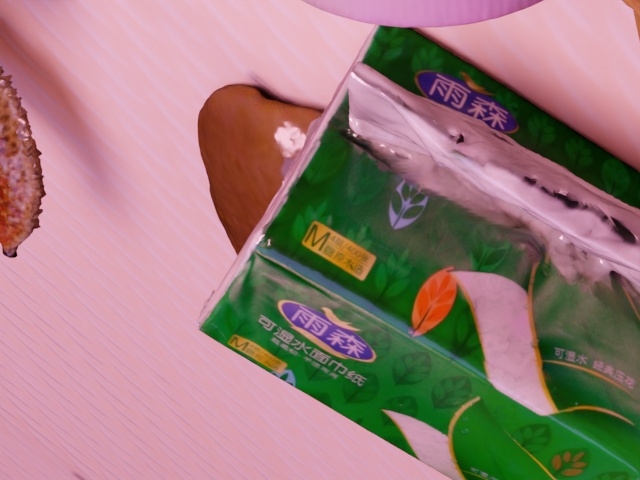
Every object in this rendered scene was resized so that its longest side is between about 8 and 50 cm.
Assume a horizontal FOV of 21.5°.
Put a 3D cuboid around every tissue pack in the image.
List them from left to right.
[{"bbox_3d":[0.081,0.009,0.759,0.209,0.148,0.156,31,144,-3],"label":"tissue pack"}]

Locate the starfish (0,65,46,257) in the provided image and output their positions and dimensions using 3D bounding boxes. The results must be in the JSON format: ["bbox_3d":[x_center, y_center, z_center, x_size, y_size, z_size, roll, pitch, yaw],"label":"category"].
[{"bbox_3d":[-0.285,-0.120,0.919,0.312,0.113,0.303,30,139,9],"label":"starfish"}]

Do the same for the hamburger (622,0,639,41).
[{"bbox_3d":[0.188,-0.123,0.399,0.259,0.144,0.283,-9,137,17],"label":"hamburger"}]

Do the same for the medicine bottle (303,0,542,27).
[{"bbox_3d":[0.027,-0.196,0.479,0.152,0.152,0.254,20,149,18],"label":"medicine bottle"}]

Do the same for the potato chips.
[{"bbox_3d":[0.000,0.000,0.928,0.150,0.049,0.201,18,153,24],"label":"potato chips"}]
